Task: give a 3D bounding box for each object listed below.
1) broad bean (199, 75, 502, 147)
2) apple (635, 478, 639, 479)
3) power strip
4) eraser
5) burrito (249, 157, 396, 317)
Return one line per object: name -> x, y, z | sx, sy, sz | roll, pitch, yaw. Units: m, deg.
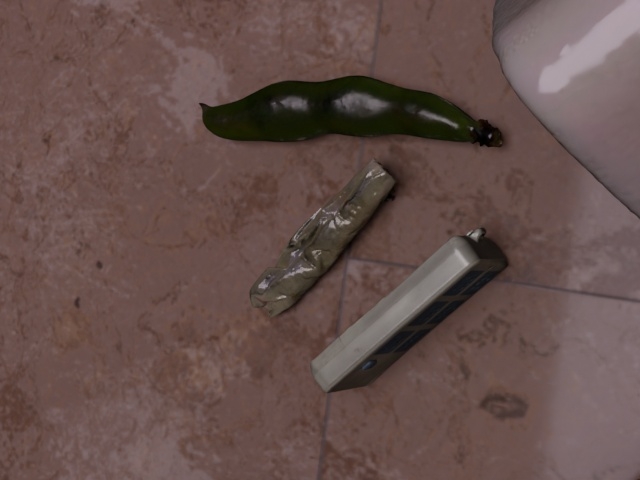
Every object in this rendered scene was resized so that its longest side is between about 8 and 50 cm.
broad bean -> 0.020, -0.115, 0.968 | 0.297, 0.043, 0.060 | 4, 99, 28
apple -> 0.245, 0.321, 0.654 | 0.363, 0.364, 0.364 | -1, 87, 29
power strip -> 0.072, 0.062, 0.909 | 0.192, 0.081, 0.035 | -44, 71, 20
eraser -> 0.263, -0.089, 0.737 | 0.150, 0.331, 0.331 | -42, 69, 22
burrito -> 0.000, 0.000, 0.975 | 0.045, 0.041, 0.185 | 46, 111, 13
